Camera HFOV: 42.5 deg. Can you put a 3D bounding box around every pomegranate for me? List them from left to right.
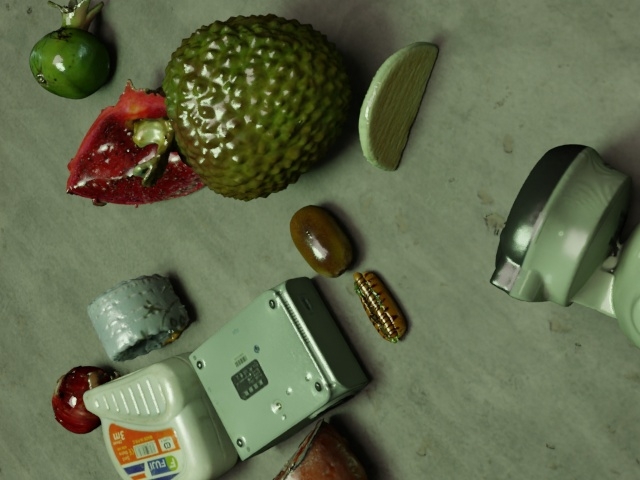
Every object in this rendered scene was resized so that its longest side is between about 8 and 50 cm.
[{"bbox_3d":[-0.460,-0.360,1.525,0.152,0.131,0.191,18,96,36],"label":"pomegranate"}]

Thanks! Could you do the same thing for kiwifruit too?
[{"bbox_3d":[0.000,0.000,1.261,0.075,0.075,0.124,-45,65,29],"label":"kiwifruit"}]

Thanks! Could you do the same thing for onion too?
[{"bbox_3d":[-0.447,0.300,1.567,0.131,0.131,0.131,3,95,35],"label":"onion"}]

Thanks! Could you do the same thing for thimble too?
[{"bbox_3d":[-0.321,0.134,1.448,0.127,0.151,0.118,-45,69,42],"label":"thimble"}]

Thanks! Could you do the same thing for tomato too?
[{"bbox_3d":[-0.006,0.401,1.256,0.155,0.180,0.214,40,124,7],"label":"tomato"}]

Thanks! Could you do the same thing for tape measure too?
[{"bbox_3d":[-0.275,0.323,1.449,0.258,0.130,0.265,-24,85,37],"label":"tape measure"}]

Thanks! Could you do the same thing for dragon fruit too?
[{"bbox_3d":[-0.293,-0.174,1.432,0.262,0.134,0.212,-7,77,20],"label":"dragon fruit"}]

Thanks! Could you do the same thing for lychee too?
[{"bbox_3d":[-0.109,-0.190,1.210,0.320,0.270,0.270,-16,84,43],"label":"lychee"}]

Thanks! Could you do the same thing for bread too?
[{"bbox_3d":[0.093,-0.191,1.154,0.036,0.112,0.193,29,110,35],"label":"bread"}]

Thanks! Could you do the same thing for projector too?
[{"bbox_3d":[-0.073,0.206,1.305,0.250,0.108,0.198,-39,73,30],"label":"projector"}]

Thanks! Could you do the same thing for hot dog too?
[{"bbox_3d":[0.085,0.098,1.229,0.049,0.037,0.122,-42,72,27],"label":"hot dog"}]

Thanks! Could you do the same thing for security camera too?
[{"bbox_3d":[0.360,0.021,0.943,0.277,0.197,0.191,29,100,23],"label":"security camera"}]
